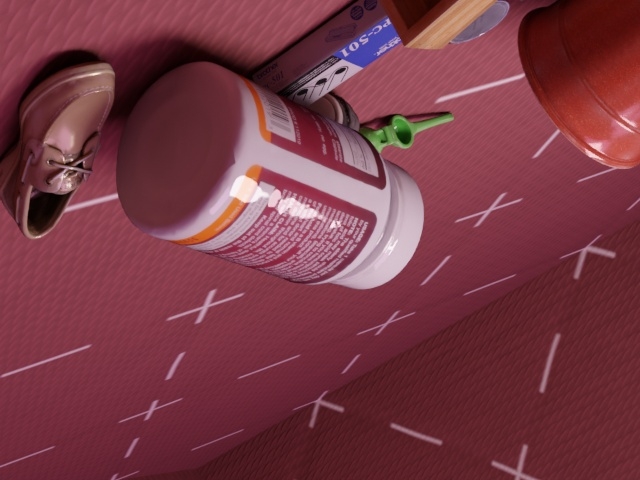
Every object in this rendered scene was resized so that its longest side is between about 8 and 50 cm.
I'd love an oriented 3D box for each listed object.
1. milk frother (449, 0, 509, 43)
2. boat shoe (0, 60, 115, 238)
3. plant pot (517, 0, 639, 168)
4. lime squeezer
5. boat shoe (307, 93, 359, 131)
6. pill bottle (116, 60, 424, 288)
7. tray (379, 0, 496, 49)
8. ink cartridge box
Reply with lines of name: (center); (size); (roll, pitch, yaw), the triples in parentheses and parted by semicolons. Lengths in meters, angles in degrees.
milk frother: (0.185, -0.320, 1.515); (0.143, 0.135, 0.129); (-24, 164, -6)
boat shoe: (-0.310, -0.104, 1.499); (0.109, 0.098, 0.302); (-13, 159, -38)
plant pot: (0.462, -0.282, 1.727); (0.272, 0.272, 0.265); (-9, 159, -46)
lime squeezer: (0.100, -0.157, 2.032); (0.310, 0.059, 0.110); (-22, 163, -16)
boat shoe: (-0.081, -0.095, 1.854); (0.335, 0.112, 0.095); (-35, 157, 19)
pill bottle: (-0.052, -0.067, 1.628); (0.224, 0.224, 0.392); (-35, 146, 28)
tray: (0.195, -0.387, 1.199); (0.076, 0.203, 0.411); (-8, 156, -49)
ink cartridge box: (0.019, -0.247, 1.647); (0.207, 0.046, 0.097); (-32, 163, 21)
